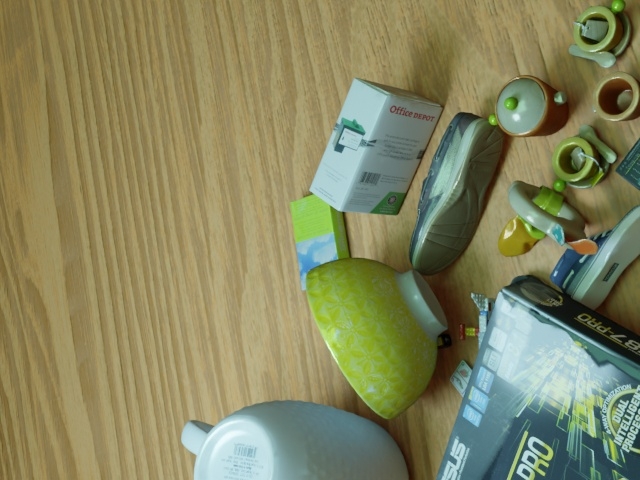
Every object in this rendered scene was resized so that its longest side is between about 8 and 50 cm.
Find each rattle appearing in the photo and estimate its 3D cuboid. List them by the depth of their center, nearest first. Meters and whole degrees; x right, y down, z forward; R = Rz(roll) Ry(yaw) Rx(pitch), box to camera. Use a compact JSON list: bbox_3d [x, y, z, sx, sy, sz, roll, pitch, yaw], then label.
[{"bbox_3d":[0.328,0.005,1.363,0.143,0.130,0.199,-46,33,19],"label":"rattle"}]

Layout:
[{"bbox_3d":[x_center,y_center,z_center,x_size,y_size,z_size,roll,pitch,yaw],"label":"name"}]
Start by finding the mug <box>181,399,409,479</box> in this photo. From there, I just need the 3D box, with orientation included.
[{"bbox_3d":[-0.082,0.398,1.576,0.374,0.328,0.276,16,81,39],"label":"mug"}]

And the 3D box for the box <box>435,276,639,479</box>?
[{"bbox_3d":[0.354,0.296,1.312,0.318,0.097,0.394,34,123,36],"label":"box"}]

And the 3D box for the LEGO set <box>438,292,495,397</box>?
[{"bbox_3d":[0.270,0.208,1.471,0.244,0.060,0.182,54,128,39],"label":"LEGO set"}]

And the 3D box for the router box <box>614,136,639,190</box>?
[{"bbox_3d":[0.497,-0.119,1.297,0.092,0.038,0.122,49,120,33],"label":"router box"}]

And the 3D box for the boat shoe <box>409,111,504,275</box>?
[{"bbox_3d":[0.215,-0.079,1.526,0.092,0.103,0.285,44,121,50],"label":"boat shoe"}]

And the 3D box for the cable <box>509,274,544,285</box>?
[{"bbox_3d":[0.394,0.167,1.393,0.287,0.072,0.139,48,137,47],"label":"cable"}]

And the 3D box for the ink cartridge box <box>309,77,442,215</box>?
[{"bbox_3d":[0.098,-0.161,1.592,0.093,0.160,0.219,36,112,38],"label":"ink cartridge box"}]

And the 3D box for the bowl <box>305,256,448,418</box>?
[{"bbox_3d":[0.117,0.133,1.513,0.156,0.289,0.289,-32,65,14],"label":"bowl"}]

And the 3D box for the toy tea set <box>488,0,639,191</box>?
[{"bbox_3d":[0.395,-0.243,1.338,0.200,0.124,0.336,50,120,33],"label":"toy tea set"}]

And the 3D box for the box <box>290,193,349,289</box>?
[{"bbox_3d":[0.000,0.000,1.757,0.109,0.042,0.178,-17,77,42],"label":"box"}]

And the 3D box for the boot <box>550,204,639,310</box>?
[{"bbox_3d":[0.417,0.009,1.350,0.190,0.069,0.086,-56,38,17],"label":"boot"}]
